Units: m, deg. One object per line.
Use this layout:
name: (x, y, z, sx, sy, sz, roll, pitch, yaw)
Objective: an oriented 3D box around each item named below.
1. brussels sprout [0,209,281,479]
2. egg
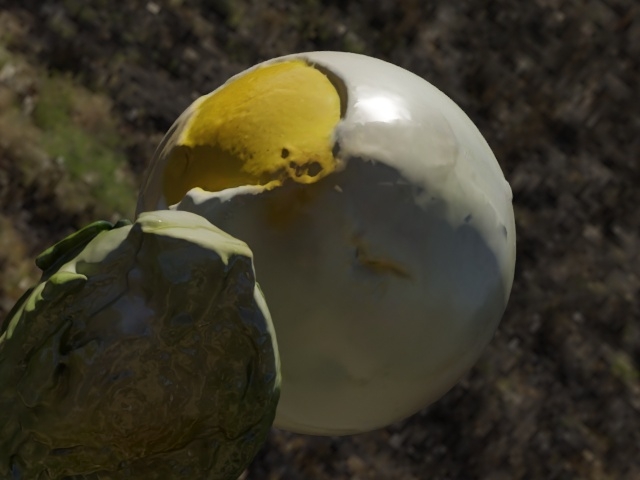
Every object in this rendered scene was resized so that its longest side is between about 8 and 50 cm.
brussels sprout: (-0.086, 0.059, 0.819, 0.139, 0.181, 0.100, 22, 22, -14)
egg: (0.000, 0.000, 1.306, 0.283, 0.283, 0.345, 32, 0, -12)
